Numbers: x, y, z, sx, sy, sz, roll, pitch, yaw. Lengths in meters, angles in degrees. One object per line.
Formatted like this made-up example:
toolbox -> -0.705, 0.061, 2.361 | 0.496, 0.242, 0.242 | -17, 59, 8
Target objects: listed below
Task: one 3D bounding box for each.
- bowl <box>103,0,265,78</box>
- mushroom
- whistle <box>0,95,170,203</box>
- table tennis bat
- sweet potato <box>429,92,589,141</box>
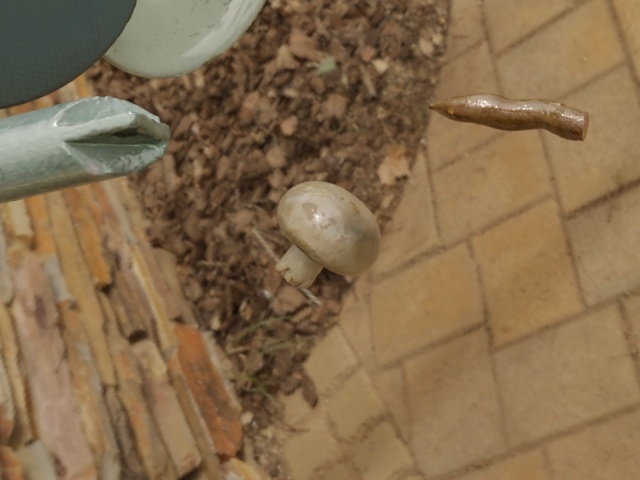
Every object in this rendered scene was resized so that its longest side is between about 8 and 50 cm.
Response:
bowl -> -0.260, -0.478, 1.479 | 0.196, 0.435, 0.434 | 29, 90, 33
mushroom -> 0.000, 0.000, 1.795 | 0.204, 0.204, 0.204 | -25, 52, 35
whistle -> -0.261, -0.049, 0.718 | 0.312, 0.062, 0.062 | -11, 57, 14
table tennis bat -> -0.214, -0.213, 0.791 | 0.044, 0.329, 0.215 | 43, 142, 42
sweet potato -> 0.305, -0.215, 1.668 | 0.281, 0.059, 0.067 | 12, 32, 23
